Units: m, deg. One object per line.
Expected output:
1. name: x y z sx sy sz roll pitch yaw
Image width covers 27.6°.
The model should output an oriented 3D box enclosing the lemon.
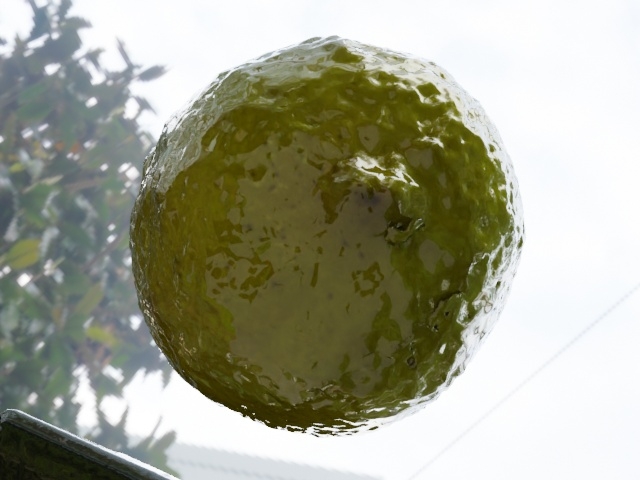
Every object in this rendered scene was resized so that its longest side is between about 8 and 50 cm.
1. lemon: 0.000 0.000 0.891 0.268 0.322 0.268 3 -98 -21

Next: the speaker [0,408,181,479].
1. speaker: -0.118 0.291 1.049 0.388 0.180 0.184 17 -103 34
